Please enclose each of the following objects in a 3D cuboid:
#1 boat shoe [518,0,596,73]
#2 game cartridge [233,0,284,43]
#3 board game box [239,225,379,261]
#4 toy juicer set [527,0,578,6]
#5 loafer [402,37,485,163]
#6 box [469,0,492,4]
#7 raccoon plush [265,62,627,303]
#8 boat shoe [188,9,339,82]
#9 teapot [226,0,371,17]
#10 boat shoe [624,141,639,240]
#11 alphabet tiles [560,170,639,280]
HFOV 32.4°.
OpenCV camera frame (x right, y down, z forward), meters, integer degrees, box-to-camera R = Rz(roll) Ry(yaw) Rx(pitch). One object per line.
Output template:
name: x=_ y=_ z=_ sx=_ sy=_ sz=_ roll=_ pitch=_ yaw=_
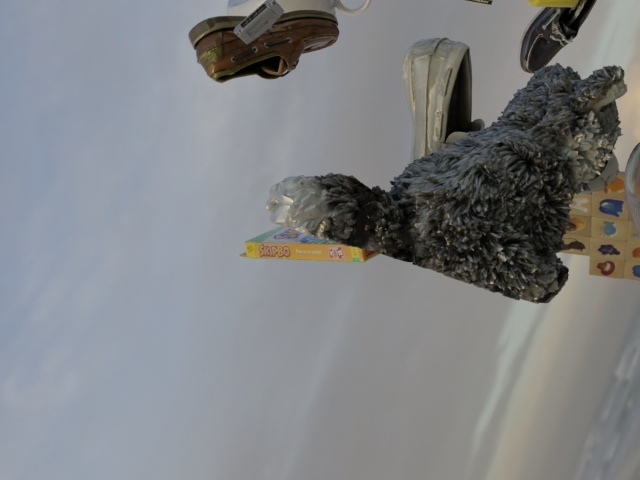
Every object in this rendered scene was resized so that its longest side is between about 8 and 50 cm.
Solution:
boat shoe: x=0.418 y=-0.375 z=1.932 sx=0.075 sy=0.065 sz=0.206 roll=13 pitch=-60 yaw=-31
game cartridge: x=-0.099 y=-0.355 z=1.786 sx=0.083 sy=0.017 sz=0.056 roll=-39 pitch=-21 yaw=7
board game box: x=0.000 y=0.000 z=1.727 sx=0.124 sy=0.259 sz=0.039 roll=-24 pitch=-73 yaw=-47
toy juicer set: x=0.318 y=-0.488 z=1.458 sx=0.329 sy=0.089 sz=0.209 roll=93 pitch=163 yaw=-53
loafer: x=0.207 y=-0.167 z=1.766 sx=0.112 sy=0.111 sz=0.319 roll=-40 pitch=-52 yaw=-43
box: x=0.349 y=-0.594 z=2.272 sx=0.232 sy=0.087 sz=0.058 roll=109 pitch=167 yaw=-53
raccoon plush: x=0.185 y=-0.104 z=1.287 sx=0.446 sy=0.216 sz=0.299 roll=13 pitch=-82 yaw=-45
boat shoe: x=-0.086 y=-0.331 z=1.933 sx=0.307 sy=0.104 sz=0.111 roll=-14 pitch=-14 yaw=-34
teapot: x=-0.054 y=-0.481 z=2.301 sx=0.252 sy=0.256 sz=0.187 roll=-47 pitch=-66 yaw=-19
boat shoe: x=0.429 y=-0.083 z=1.187 sx=0.324 sy=0.116 sz=0.123 roll=-37 pitch=-77 yaw=-44
alphabet tiles: x=0.537 y=-0.011 z=1.716 sx=0.285 sy=0.342 sz=0.011 roll=72 pitch=-149 yaw=-54
